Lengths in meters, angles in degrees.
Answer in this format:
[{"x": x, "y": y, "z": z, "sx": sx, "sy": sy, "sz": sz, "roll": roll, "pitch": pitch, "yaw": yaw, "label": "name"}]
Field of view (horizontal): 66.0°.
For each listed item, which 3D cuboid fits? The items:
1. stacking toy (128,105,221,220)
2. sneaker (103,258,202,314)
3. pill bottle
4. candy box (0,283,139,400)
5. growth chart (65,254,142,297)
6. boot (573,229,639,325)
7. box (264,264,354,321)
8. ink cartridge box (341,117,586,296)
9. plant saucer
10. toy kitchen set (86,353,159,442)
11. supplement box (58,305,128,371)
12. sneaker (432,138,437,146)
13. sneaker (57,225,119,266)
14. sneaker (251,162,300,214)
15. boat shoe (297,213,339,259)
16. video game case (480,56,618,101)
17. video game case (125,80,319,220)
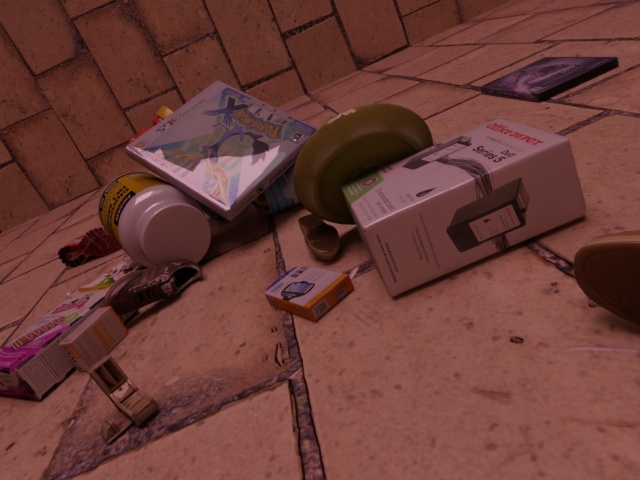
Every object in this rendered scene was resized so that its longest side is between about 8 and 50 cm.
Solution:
[{"x": -0.369, "y": -0.177, "z": 1.321, "sx": 0.130, "sy": 0.309, "sz": 0.279, "roll": -44, "pitch": 14, "yaw": -16, "label": "stacking toy"}, {"x": -0.310, "y": 0.083, "z": 0.926, "sx": 0.071, "sy": 0.066, "sz": 0.188, "roll": 4, "pitch": 27, "yaw": 44, "label": "sneaker"}, {"x": -0.376, "y": -0.044, "z": 1.119, "sx": 0.187, "sy": 0.188, "sz": 0.334, "roll": -34, "pitch": 30, "yaw": -22, "label": "pill bottle"}, {"x": -0.473, "y": 0.177, "z": 0.900, "sx": 0.159, "sy": 0.071, "sz": 0.233, "roll": -9, "pitch": 26, "yaw": 34, "label": "candy box"}, {"x": -0.505, "y": 0.086, "z": 1.201, "sx": 0.171, "sy": 0.021, "sz": 0.237, "roll": 0, "pitch": 33, "yaw": 43, "label": "growth chart"}, {"x": 0.377, "y": -0.009, "z": 0.417, "sx": 0.261, "sy": 0.095, "sz": 0.203, "roll": 0, "pitch": 33, "yaw": 42, "label": "boot"}, {"x": -0.023, "y": 0.073, "z": 0.733, "sx": 0.081, "sy": 0.028, "sz": 0.136, "roll": -37, "pitch": 23, "yaw": -27, "label": "box"}, {"x": 0.185, "y": -0.058, "z": 0.696, "sx": 0.272, "sy": 0.115, "sz": 0.198, "roll": -23, "pitch": 22, "yaw": 3, "label": "ink cartridge box"}, {"x": 0.076, "y": -0.106, "z": 0.797, "sx": 0.240, "sy": 0.241, "sz": 0.037, "roll": -23, "pitch": 50, "yaw": 4, "label": "plant saucer"}, {"x": -0.267, "y": 0.202, "z": 0.628, "sx": 0.068, "sy": 0.075, "sz": 0.083, "roll": -41, "pitch": 23, "yaw": -33, "label": "toy kitchen set"}, {"x": -0.387, "y": 0.167, "z": 0.845, "sx": 0.036, "sy": 0.062, "sz": 0.098, "roll": -11, "pitch": 25, "yaw": 28, "label": "supplement box"}, {"x": 0.130, "y": -0.143, "z": 0.989, "sx": 0.234, "sy": 0.078, "sz": 0.106, "roll": -19, "pitch": 20, "yaw": 7, "label": "sneaker"}, {"x": -0.675, "y": 0.001, "z": 1.474, "sx": 0.225, "sy": 0.088, "sz": 0.093, "roll": -17, "pitch": 22, "yaw": 16, "label": "sneaker"}, {"x": -0.083, "y": -0.170, "z": 1.204, "sx": 0.208, "sy": 0.127, "sz": 0.319, "roll": -21, "pitch": 22, "yaw": 6, "label": "sneaker"}, {"x": -0.002, "y": 0.000, "z": 0.862, "sx": 0.056, "sy": 0.048, "sz": 0.153, "roll": -19, "pitch": 27, "yaw": -13, "label": "boat shoe"}, {"x": 0.546, "y": -0.401, "z": 1.209, "sx": 0.196, "sy": 0.026, "sz": 0.274, "roll": -25, "pitch": 23, "yaw": 0, "label": "video game case"}, {"x": -0.217, "y": -0.219, "z": 1.102, "sx": 0.329, "sy": 0.036, "sz": 0.300, "roll": 31, "pitch": 61, "yaw": 23, "label": "video game case"}]
